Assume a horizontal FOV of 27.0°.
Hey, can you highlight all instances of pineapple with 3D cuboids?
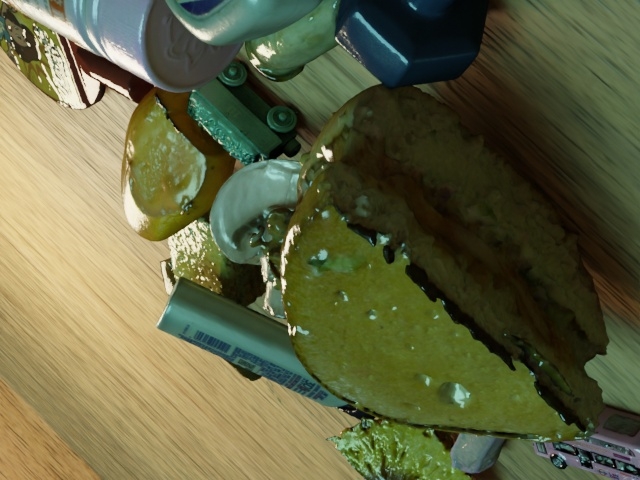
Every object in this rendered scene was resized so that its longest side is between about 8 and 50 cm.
[{"bbox_3d":[0.164,0.326,2.012,0.250,0.164,0.139,41,109,18],"label":"pineapple"}]

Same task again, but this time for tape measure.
[{"bbox_3d":[-0.092,-0.332,1.394,0.243,0.125,0.246,9,115,58],"label":"tape measure"}]

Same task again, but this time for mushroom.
[{"bbox_3d":[0.000,0.000,1.692,0.254,0.189,0.195,10,95,25],"label":"mushroom"},{"bbox_3d":[0.003,-0.269,1.470,0.333,0.087,0.107,-27,81,59],"label":"mushroom"}]

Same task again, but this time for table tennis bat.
[{"bbox_3d":[-0.399,-0.303,2.041,0.415,0.051,0.268,29,147,36],"label":"table tennis bat"}]

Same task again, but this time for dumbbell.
[{"bbox_3d":[0.130,-0.270,1.235,0.325,0.160,0.144,-47,59,63],"label":"dumbbell"}]

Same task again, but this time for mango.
[{"bbox_3d":[-0.210,-0.106,1.878,0.257,0.138,0.187,-45,66,49],"label":"mango"}]

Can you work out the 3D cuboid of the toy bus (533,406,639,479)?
[{"bbox_3d":[0.354,0.253,1.670,0.203,0.063,0.090,11,132,45],"label":"toy bus"}]

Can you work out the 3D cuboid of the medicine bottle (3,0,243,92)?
[{"bbox_3d":[-0.254,-0.331,1.637,0.316,0.202,0.202,30,147,29],"label":"medicine bottle"}]

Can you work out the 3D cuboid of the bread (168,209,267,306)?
[{"bbox_3d":[-0.154,0.007,2.027,0.138,0.102,0.196,27,143,29],"label":"bread"}]

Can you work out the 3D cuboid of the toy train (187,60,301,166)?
[{"bbox_3d":[-0.104,-0.162,1.746,0.172,0.099,0.070,43,151,11],"label":"toy train"}]

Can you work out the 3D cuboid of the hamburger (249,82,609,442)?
[{"bbox_3d":[0.095,0.041,1.452,0.287,0.268,0.445,-23,130,38],"label":"hamburger"}]

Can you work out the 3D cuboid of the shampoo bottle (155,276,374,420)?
[{"bbox_3d":[-0.071,0.171,2.013,0.360,0.078,0.134,25,153,-7],"label":"shampoo bottle"}]

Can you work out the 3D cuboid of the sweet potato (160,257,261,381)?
[{"bbox_3d":[-0.168,0.131,2.242,0.286,0.085,0.112,50,-172,-26],"label":"sweet potato"}]

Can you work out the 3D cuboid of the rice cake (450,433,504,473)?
[{"bbox_3d":[0.243,0.213,1.758,0.064,0.070,0.399,46,153,19],"label":"rice cake"}]
